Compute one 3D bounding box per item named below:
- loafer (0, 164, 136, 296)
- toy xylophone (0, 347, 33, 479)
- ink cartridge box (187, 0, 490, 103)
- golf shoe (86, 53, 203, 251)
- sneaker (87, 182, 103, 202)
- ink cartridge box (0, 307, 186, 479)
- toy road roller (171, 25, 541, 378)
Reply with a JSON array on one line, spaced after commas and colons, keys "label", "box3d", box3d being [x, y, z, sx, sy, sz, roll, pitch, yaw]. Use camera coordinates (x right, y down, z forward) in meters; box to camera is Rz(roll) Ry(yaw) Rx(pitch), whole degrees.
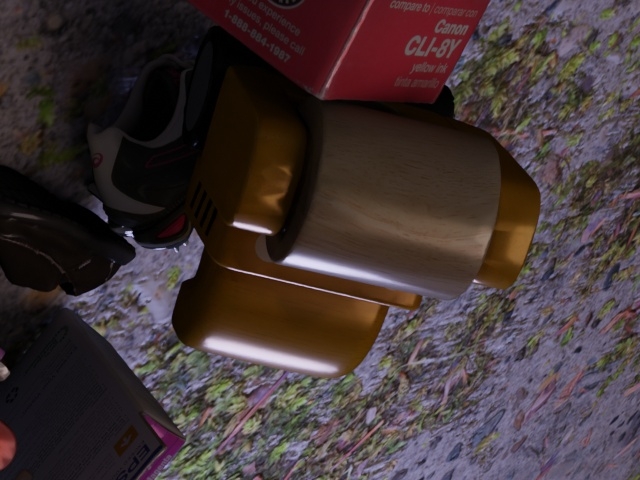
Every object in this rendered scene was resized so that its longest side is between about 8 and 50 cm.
[{"label": "loafer", "box3d": [-0.221, 0.006, 1.540, 0.078, 0.080, 0.220, -53, 153, 3]}, {"label": "toy xylophone", "box3d": [-0.351, 0.184, 1.449, 0.323, 0.236, 0.081, -56, -166, -3]}, {"label": "ink cartridge box", "box3d": [0.032, -0.324, 1.301, 0.160, 0.279, 0.385, -2, 126, -54]}, {"label": "golf shoe", "box3d": [-0.080, -0.112, 1.588, 0.273, 0.105, 0.120, -48, 132, -31]}, {"label": "sneaker", "box3d": [-0.149, -0.042, 1.636, 0.044, 0.040, 0.109, -56, 153, 6]}, {"label": "ink cartridge box", "box3d": [-0.248, 0.242, 1.557, 0.071, 0.330, 0.324, 40, 90, -27]}, {"label": "toy road roller", "box3d": [0.000, 0.000, 1.411, 0.202, 0.329, 0.241, 13, 104, -16]}]
